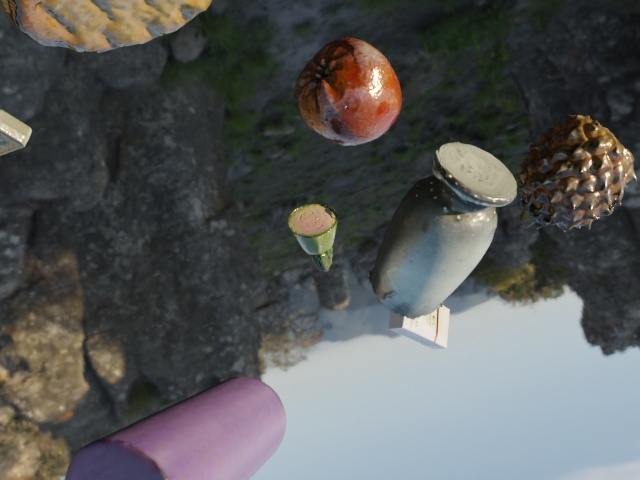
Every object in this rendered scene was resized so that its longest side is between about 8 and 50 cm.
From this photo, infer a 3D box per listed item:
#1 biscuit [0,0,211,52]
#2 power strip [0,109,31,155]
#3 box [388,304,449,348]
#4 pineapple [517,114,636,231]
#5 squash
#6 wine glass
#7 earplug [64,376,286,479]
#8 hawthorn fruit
[{"bbox_3d":[-0.273,-0.317,0.870,0.213,0.091,0.274,-25,169,17],"label":"biscuit"},{"bbox_3d":[-0.789,-0.240,1.706,0.288,0.053,0.093,-7,149,42],"label":"power strip"},{"bbox_3d":[0.195,0.152,1.410,0.040,0.084,0.154,-13,151,39],"label":"box"},{"bbox_3d":[0.387,-0.092,1.133,0.193,0.166,0.166,-48,162,18],"label":"pineapple"},{"bbox_3d":[-0.006,0.000,1.535,0.105,0.105,0.132,-18,134,-6],"label":"squash"},{"bbox_3d":[0.133,-0.007,0.821,0.111,0.111,0.204,-13,141,-37],"label":"wine glass"},{"bbox_3d":[-0.208,0.364,1.261,0.215,0.215,0.456,-23,179,25],"label":"earplug"},{"bbox_3d":[0.050,-0.232,1.166,0.173,0.173,0.173,-19,172,-3],"label":"hawthorn fruit"}]
